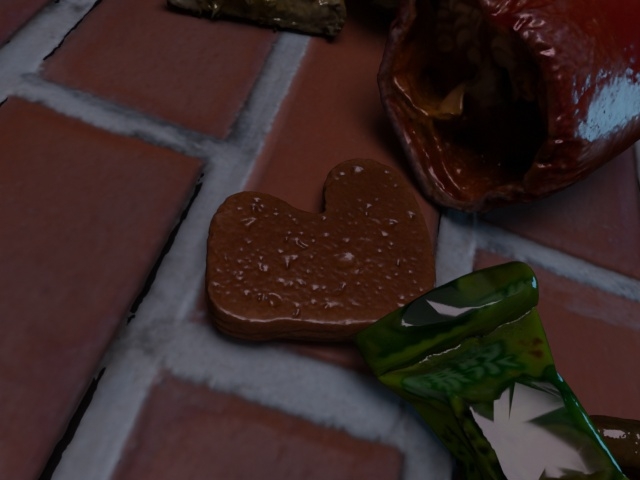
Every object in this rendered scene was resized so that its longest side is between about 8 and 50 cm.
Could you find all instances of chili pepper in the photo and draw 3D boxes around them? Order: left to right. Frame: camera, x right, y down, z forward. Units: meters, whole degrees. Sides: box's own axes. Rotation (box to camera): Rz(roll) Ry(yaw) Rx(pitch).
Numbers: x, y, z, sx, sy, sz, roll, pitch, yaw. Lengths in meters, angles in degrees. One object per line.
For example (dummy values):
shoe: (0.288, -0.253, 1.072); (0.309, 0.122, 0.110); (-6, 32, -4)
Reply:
chili pepper: (0.218, -0.190, 0.582); (0.305, 0.229, 0.251); (-34, 102, -35)

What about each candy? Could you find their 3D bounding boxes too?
candy: (0.137, 0.143, 0.401); (0.149, 0.069, 0.246); (-19, 62, -15)

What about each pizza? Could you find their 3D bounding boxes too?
pizza: (-0.106, -0.357, 0.698); (0.223, 0.089, 0.323); (-18, 61, -31)

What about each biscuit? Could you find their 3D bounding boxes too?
biscuit: (0.000, 0.000, 0.494); (0.192, 0.036, 0.186); (2, 51, -15)

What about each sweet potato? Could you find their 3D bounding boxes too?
sweet potato: (0.265, 0.160, 0.450); (0.182, 0.053, 0.054); (4, 93, -12)

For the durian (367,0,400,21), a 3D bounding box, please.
durian: (0.120, -0.361, 0.695); (0.167, 0.196, 0.196); (32, 52, 11)
